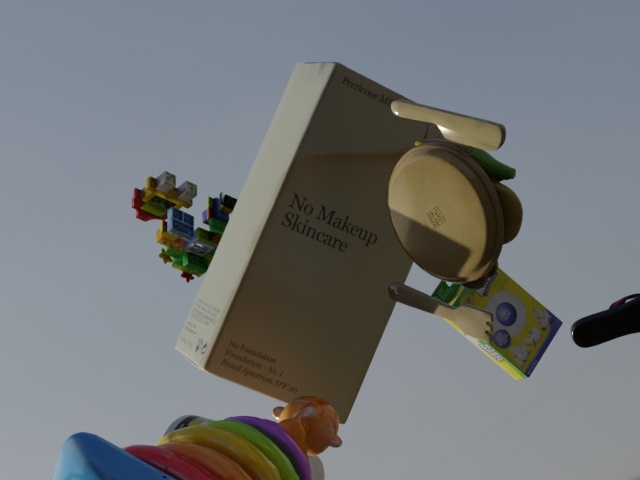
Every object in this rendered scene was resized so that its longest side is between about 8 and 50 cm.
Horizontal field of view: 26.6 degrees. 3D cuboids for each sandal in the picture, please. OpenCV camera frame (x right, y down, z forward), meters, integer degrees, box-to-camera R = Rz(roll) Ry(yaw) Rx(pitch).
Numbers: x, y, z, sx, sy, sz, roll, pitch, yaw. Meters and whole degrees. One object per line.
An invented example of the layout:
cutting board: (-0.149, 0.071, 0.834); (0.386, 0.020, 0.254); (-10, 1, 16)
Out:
sandal: (0.450, 0.106, 1.978); (0.179, 0.040, 0.067); (-17, -61, 10)

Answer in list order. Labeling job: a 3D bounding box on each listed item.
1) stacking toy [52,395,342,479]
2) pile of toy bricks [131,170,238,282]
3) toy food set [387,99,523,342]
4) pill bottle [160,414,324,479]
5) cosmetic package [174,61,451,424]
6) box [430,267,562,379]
stacking toy: (-0.069, 0.196, 1.070); (0.302, 0.175, 0.165); (-33, -37, -57)
pile of toy bricks: (-0.137, 0.013, 1.614); (0.212, 0.118, 0.105); (25, -44, -35)
toy food set: (0.112, -0.023, 1.138); (0.038, 0.132, 0.192); (-23, -56, -42)
pill bottle: (-0.107, 0.310, 1.810); (0.119, 0.208, 0.119); (-25, -61, -56)
cosmetic package: (0.000, 0.000, 1.301); (0.160, 0.113, 0.309); (23, -91, -22)
box: (0.247, 0.102, 1.921); (0.105, 0.179, 0.043); (-55, 9, -22)
